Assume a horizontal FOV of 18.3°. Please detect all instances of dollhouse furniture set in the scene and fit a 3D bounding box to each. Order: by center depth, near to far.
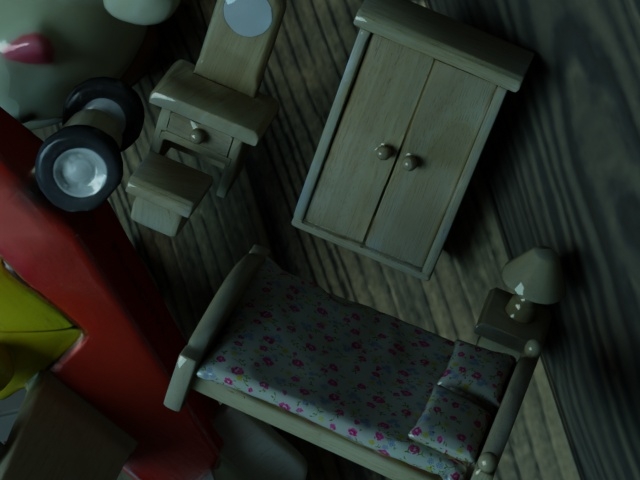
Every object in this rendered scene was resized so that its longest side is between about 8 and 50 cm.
[{"bbox_3d":[0.000,0.000,1.189,0.303,0.355,0.173,23,123,4],"label":"dollhouse furniture set"}]

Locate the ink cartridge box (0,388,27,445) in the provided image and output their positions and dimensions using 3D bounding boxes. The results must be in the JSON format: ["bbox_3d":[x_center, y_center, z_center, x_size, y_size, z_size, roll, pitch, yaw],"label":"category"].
[{"bbox_3d":[-0.347,0.265,1.797,0.131,0.226,0.306,31,119,43],"label":"ink cartridge box"}]

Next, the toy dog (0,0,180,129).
[{"bbox_3d":[-0.228,-0.278,1.503,0.395,0.285,0.408,45,131,54],"label":"toy dog"}]

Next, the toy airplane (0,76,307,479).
[{"bbox_3d":[-0.189,0.102,1.446,0.272,0.386,0.384,-24,64,10],"label":"toy airplane"}]
